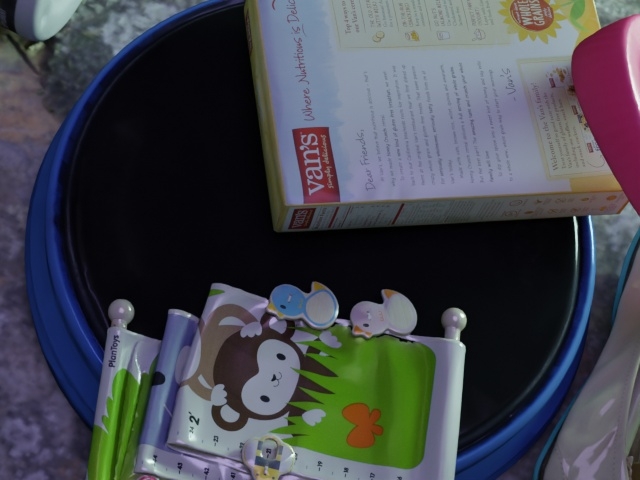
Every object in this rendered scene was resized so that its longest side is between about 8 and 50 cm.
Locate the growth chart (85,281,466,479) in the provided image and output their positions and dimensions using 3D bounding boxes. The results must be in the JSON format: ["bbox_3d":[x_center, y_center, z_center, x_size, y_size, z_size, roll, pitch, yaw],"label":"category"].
[{"bbox_3d":[-0.024,0.100,0.915,0.237,0.021,0.172,4,64,-10],"label":"growth chart"}]

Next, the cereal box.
[{"bbox_3d":[0.077,-0.095,1.010,0.240,0.047,0.173,-3,66,-12],"label":"cereal box"}]

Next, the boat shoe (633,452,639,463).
[{"bbox_3d":[0.268,0.141,1.028,0.125,0.038,0.046,-9,69,-15],"label":"boat shoe"}]

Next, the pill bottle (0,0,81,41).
[{"bbox_3d":[-0.259,-0.234,1.054,0.208,0.119,0.119,28,63,3],"label":"pill bottle"}]

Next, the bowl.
[{"bbox_3d":[0.000,0.000,1.021,0.391,0.077,0.391,4,65,-9],"label":"bowl"}]

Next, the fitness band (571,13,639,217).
[{"bbox_3d":[0.260,-0.030,1.005,0.291,0.054,0.209,32,45,-41],"label":"fitness band"}]

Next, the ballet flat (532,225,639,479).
[{"bbox_3d":[0.223,0.085,1.015,0.086,0.086,0.248,27,66,2],"label":"ballet flat"}]
